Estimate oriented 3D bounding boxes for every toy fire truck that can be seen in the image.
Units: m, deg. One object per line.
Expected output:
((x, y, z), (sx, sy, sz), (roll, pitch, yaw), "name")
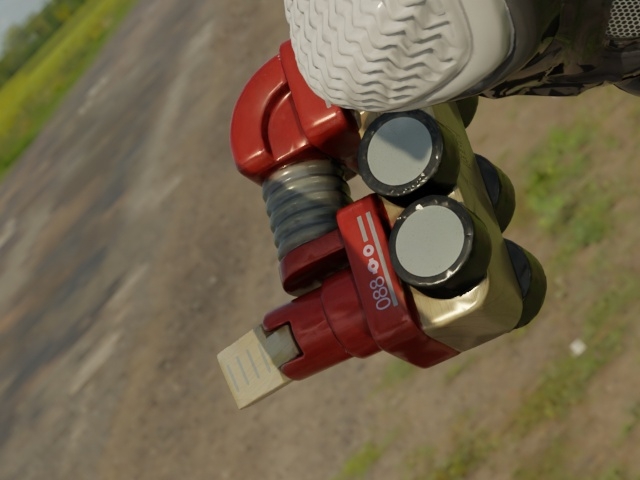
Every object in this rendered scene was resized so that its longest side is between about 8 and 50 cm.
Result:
((0.000, 0.000, 1.097), (0.246, 0.217, 0.158), (-26, -26, 20), "toy fire truck")

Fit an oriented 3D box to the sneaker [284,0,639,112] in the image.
((0.103, -0.115, 0.373), (0.268, 0.153, 0.101), (-47, 46, 52), "sneaker")
